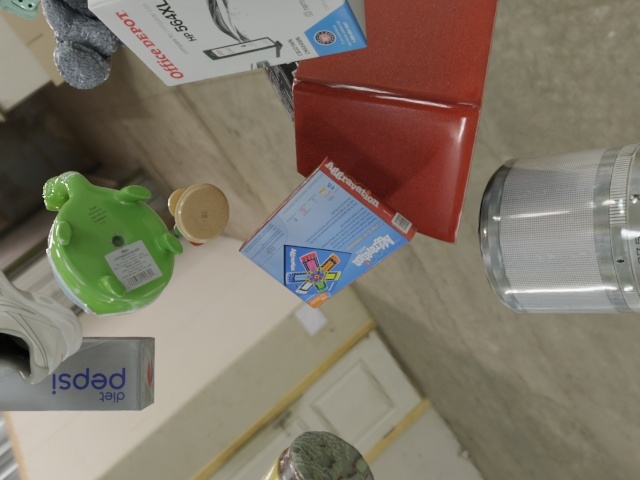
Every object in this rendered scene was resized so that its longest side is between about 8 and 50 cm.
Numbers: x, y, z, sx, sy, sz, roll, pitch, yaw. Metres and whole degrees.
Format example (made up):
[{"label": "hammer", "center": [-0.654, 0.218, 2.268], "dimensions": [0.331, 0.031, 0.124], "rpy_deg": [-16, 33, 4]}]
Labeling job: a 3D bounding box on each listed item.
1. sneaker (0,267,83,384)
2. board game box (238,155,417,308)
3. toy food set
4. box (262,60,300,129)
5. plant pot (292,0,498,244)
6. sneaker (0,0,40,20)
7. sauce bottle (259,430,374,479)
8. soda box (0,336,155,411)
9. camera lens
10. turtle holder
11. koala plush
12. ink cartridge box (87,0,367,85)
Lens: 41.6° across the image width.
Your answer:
[{"label": "sneaker", "center": [-0.390, 0.083, 0.952], "dimensions": [0.232, 0.090, 0.115], "rpy_deg": [27, -153, -4]}, {"label": "board game box", "center": [0.000, 0.000, 1.131], "dimensions": [0.145, 0.027, 0.281], "rpy_deg": [39, 147, -7]}, {"label": "toy food set", "center": [-0.158, -0.035, 1.117], "dimensions": [0.020, 0.083, 0.082], "rpy_deg": [14, 122, 53]}, {"label": "box", "center": [-0.022, -0.242, 1.416], "dimensions": [0.307, 0.077, 0.242], "rpy_deg": [61, 177, -1]}, {"label": "plant pot", "center": [0.097, -0.190, 1.137], "dimensions": [0.236, 0.267, 0.267], "rpy_deg": [10, 144, 9]}, {"label": "sneaker", "center": [-0.586, -0.413, 1.476], "dimensions": [0.151, 0.256, 0.094], "rpy_deg": [46, 178, -34]}, {"label": "sauce bottle", "center": [-0.070, 0.364, 0.973], "dimensions": [0.111, 0.344, 0.111], "rpy_deg": [28, -153, -16]}, {"label": "soda box", "center": [-0.375, 0.180, 1.146], "dimensions": [0.091, 0.287, 0.098], "rpy_deg": [80, -170, -86]}, {"label": "camera lens", "center": [0.364, -0.012, 1.116], "dimensions": [0.274, 0.219, 0.219], "rpy_deg": [-4, 129, 35]}, {"label": "turtle holder", "center": [-0.459, 0.018, 1.715], "dimensions": [0.320, 0.243, 0.227], "rpy_deg": [33, 144, -10]}, {"label": "koala plush", "center": [-0.345, -0.375, 1.207], "dimensions": [0.203, 0.196, 0.221], "rpy_deg": [50, 170, 39]}, {"label": "ink cartridge box", "center": [-0.076, -0.219, 0.734], "dimensions": [0.148, 0.203, 0.085], "rpy_deg": [44, -140, -64]}]
